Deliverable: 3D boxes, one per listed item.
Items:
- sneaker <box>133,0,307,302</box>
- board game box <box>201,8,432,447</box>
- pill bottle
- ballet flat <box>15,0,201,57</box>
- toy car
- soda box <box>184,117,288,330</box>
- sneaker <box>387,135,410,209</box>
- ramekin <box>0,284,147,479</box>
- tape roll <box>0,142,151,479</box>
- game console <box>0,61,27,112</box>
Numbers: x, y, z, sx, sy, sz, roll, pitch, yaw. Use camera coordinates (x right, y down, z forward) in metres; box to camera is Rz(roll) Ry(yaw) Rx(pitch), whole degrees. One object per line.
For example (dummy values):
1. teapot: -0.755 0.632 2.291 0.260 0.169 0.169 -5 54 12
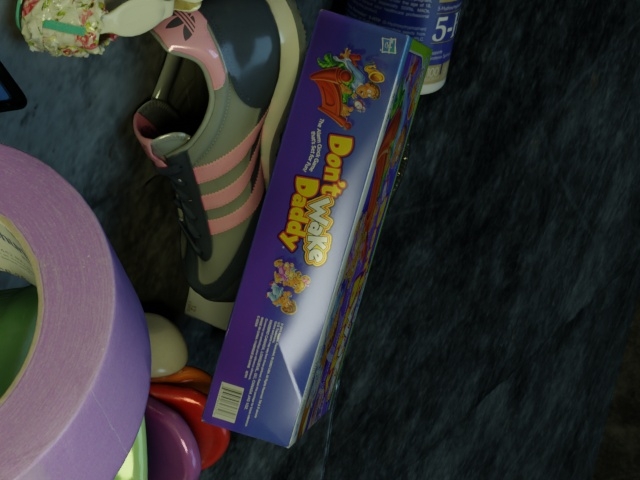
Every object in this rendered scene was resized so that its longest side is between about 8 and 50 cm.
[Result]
1. sneaker: -0.106 -0.073 1.607 0.131 0.112 0.319 -14 131 -30
2. board game box: 0.003 -0.014 1.631 0.233 0.078 0.347 -22 128 -81
3. pill bottle: 0.083 -0.245 1.830 0.112 0.112 0.187 -31 137 -56
4. ballet flat: -0.134 -0.189 1.438 0.241 0.077 0.091 -41 144 -49
5. toy car: -0.152 0.165 1.629 0.182 0.136 0.159 -37 142 -51
6. soda box: -0.060 -0.025 1.758 0.074 0.069 0.216 -22 130 -60
7. sneaker: 0.000 0.000 1.899 0.286 0.109 0.130 -58 166 -7
8. ramekin: -0.235 0.176 1.327 0.303 0.148 0.303 -1 90 -78
9. tape roll: -0.246 0.072 1.158 0.275 0.274 0.090 -58 155 -23
10. game console: -0.242 -0.142 1.245 0.122 0.071 0.107 -19 127 -62
